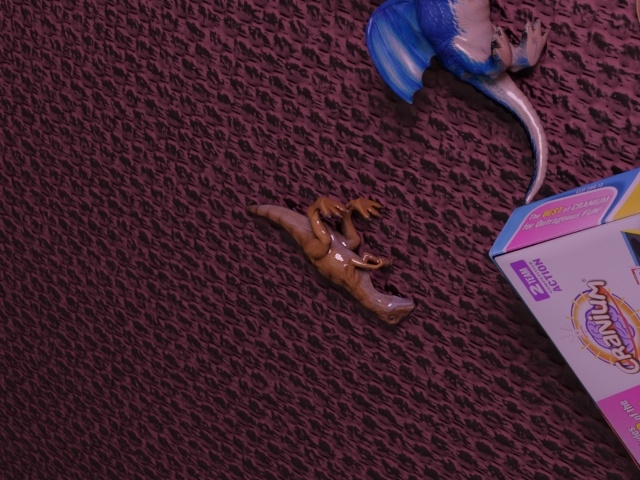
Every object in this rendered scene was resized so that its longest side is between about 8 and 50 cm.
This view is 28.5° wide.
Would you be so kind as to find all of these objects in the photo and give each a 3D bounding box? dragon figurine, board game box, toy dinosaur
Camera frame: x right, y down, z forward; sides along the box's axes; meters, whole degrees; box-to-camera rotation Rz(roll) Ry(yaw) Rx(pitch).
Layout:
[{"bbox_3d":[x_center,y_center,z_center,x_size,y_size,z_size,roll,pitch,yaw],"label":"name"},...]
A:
[{"bbox_3d":[0.097,-0.168,1.025,0.144,0.085,0.289,-12,105,43],"label":"dragon figurine"},{"bbox_3d":[0.315,0.043,0.905,0.316,0.064,0.242,-19,115,42],"label":"board game box"},{"bbox_3d":[0.000,0.000,1.195,0.211,0.064,0.112,41,131,19],"label":"toy dinosaur"}]

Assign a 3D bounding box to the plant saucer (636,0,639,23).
[{"bbox_3d":[0.274,-0.174,0.926,0.083,0.015,0.083,17,120,33],"label":"plant saucer"}]
